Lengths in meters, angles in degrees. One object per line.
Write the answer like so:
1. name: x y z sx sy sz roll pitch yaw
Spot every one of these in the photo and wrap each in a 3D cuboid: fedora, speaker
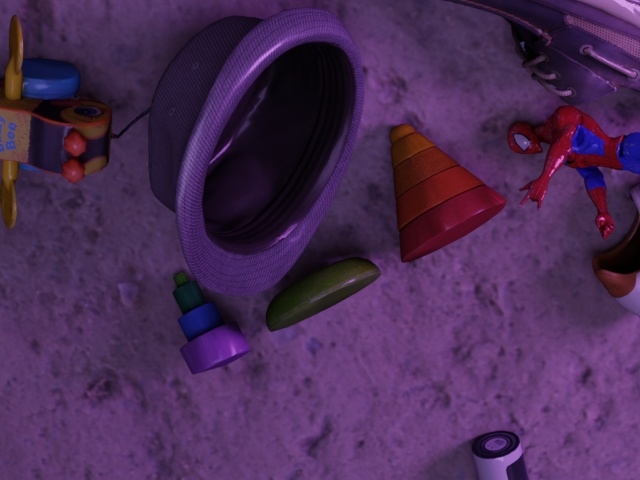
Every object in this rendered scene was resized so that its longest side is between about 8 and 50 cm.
1. fedora: -0.078 -0.098 1.418 0.124 0.243 0.275 28 102 32
2. speaker: 0.204 0.279 1.664 0.055 0.055 0.136 -13 113 4

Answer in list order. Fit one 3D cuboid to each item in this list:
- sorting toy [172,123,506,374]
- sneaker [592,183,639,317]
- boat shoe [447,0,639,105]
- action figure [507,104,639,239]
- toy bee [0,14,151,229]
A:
1. sorting toy: 0.000 0.000 1.528 0.365 0.127 0.126 -29 82 13
2. sneaker: 0.386 -0.042 1.502 0.123 0.106 0.290 33 110 -18
3. boat shoe: 0.247 -0.189 1.420 0.355 0.132 0.130 15 112 -7
4. action figure: 0.300 -0.051 1.446 0.280 0.139 0.091 14 157 25
5. toy bee: -0.257 -0.115 1.418 0.298 0.162 0.195 -14 112 4
